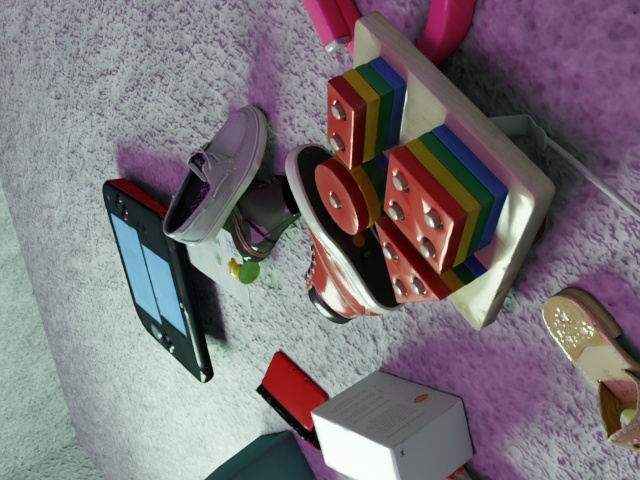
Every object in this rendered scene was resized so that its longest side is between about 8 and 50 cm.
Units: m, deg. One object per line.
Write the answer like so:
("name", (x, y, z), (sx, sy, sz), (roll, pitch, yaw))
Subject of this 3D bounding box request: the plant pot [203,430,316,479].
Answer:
("plant pot", (-0.144, 0.503, 1.376), (0.165, 0.234, 0.166), (62, 149, 4))

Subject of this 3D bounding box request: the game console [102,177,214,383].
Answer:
("game console", (-0.345, 0.075, 1.497), (0.342, 0.060, 0.386), (31, 137, 52))

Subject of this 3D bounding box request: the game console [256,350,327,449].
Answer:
("game console", (-0.038, 0.287, 1.282), (0.144, 0.085, 0.124), (37, 170, 37))

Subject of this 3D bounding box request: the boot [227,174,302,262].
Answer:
("boot", (-0.096, -0.085, 1.075), (0.137, 0.077, 0.198), (-41, 72, 40))

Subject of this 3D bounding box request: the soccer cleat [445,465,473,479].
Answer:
("soccer cleat", (0.193, 0.347, 0.945), (0.196, 0.068, 0.076), (26, 134, 41))

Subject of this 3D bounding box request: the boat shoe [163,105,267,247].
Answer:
("boat shoe", (-0.155, -0.094, 1.030), (0.079, 0.081, 0.227), (35, 102, 34))

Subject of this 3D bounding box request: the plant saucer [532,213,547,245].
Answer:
("plant saucer", (0.196, -0.033, 0.720), (0.083, 0.015, 0.083), (34, 138, 38))

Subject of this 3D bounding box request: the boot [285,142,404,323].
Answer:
("boot", (0.000, 0.000, 0.965), (0.244, 0.088, 0.176), (62, 150, -2))

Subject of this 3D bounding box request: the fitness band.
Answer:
("fitness band", (0.045, -0.302, 0.717), (0.209, 0.054, 0.290), (-17, 99, 57))

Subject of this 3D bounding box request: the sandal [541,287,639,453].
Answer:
("sandal", (0.282, 0.156, 0.668), (0.240, 0.079, 0.088), (51, 146, 19))

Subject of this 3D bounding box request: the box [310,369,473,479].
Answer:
("box", (0.094, 0.259, 0.962), (0.170, 0.130, 0.091), (8, 118, 53))

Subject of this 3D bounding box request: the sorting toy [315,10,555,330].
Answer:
("sorting toy", (0.086, -0.046, 0.727), (0.257, 0.089, 0.255), (52, 161, 26))

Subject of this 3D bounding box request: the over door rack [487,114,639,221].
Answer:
("over door rack", (0.253, -0.126, 0.509), (0.324, 0.108, 0.239), (48, 147, 48))

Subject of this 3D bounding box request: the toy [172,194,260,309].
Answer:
("toy", (-0.173, 0.010, 1.242), (0.237, 0.056, 0.136), (33, 138, 49))
